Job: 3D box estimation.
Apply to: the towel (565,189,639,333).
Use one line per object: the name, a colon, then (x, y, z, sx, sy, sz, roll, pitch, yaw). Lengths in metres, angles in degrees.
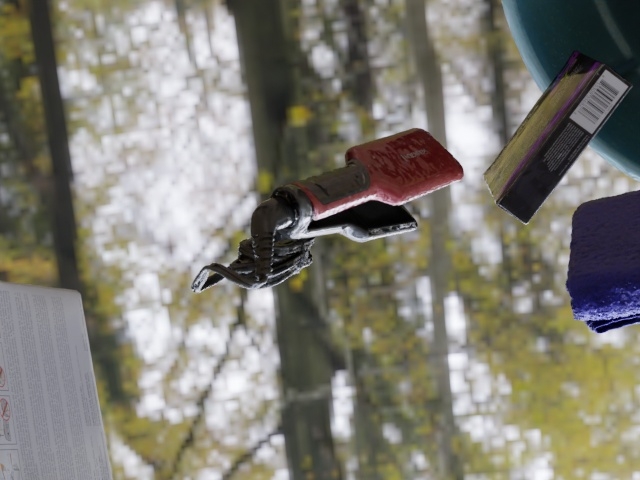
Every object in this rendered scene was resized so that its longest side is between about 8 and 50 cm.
towel: (0.426, 0.005, 2.009, 0.308, 0.076, 0.228, -10, -154, 17)

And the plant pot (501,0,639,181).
plant pot: (0.374, -0.248, 1.453, 0.334, 0.341, 0.341, -27, -151, -34)

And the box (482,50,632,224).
box: (0.160, -0.074, 1.273, 0.029, 0.116, 0.162, 36, -171, -5)

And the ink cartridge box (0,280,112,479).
ink cartridge box: (-0.244, 0.123, 1.435, 0.056, 0.181, 0.224, -14, 170, 21)

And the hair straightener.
hair straightener: (0.000, 0.000, 0.925, 0.047, 0.089, 0.230, 44, -155, 6)
